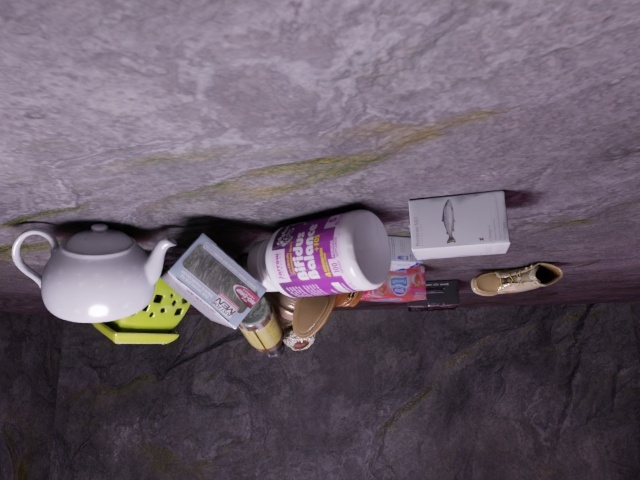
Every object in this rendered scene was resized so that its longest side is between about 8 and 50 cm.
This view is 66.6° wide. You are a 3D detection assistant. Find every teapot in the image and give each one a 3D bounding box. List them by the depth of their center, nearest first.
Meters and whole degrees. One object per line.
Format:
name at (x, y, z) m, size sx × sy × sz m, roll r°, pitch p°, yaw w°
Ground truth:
teapot at (-0.497, 0.053, 1.086) m, size 0.253 × 0.187 × 0.256 m, roll 19°, pitch -157°, yaw 35°

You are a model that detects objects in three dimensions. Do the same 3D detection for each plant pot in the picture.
plant pot at (-0.522, 0.177, 1.408) m, size 0.228 × 0.207 × 0.227 m, roll 13°, pitch 180°, yaw 44°
plant pot at (-0.063, 0.132, 1.491) m, size 0.237 × 0.237 × 0.109 m, roll 6°, pitch 125°, yaw -28°

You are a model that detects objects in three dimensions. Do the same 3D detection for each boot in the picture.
boot at (0.038, 0.167, 1.424) m, size 0.109 × 0.283 × 0.220 m, roll 15°, pitch 168°, yaw 28°
boot at (0.691, 0.137, 1.727) m, size 0.262 × 0.095 × 0.203 m, roll -1°, pitch 168°, yaw -8°

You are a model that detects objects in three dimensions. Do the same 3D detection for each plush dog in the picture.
plush dog at (-0.106, 0.210, 1.663) m, size 0.262 × 0.225 × 0.210 m, roll 32°, pitch -173°, yaw -10°

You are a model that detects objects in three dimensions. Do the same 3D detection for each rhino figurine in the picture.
rhino figurine at (-0.251, 0.074, 1.421) m, size 0.243 × 0.073 × 0.106 m, roll 3°, pitch 163°, yaw -12°

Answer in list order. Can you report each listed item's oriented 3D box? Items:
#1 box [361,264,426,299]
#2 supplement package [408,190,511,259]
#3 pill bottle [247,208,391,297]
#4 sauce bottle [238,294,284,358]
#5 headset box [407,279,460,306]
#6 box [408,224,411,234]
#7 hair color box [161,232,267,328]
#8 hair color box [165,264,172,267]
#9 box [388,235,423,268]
box at (0.221, 0.141, 1.640) m, size 0.257 × 0.122 × 0.128 m, roll 8°, pitch 163°, yaw -33°
supplement package at (0.271, -0.026, 0.961) m, size 0.179 × 0.105 × 0.105 m, roll -6°, pitch 167°, yaw 15°
pill bottle at (-0.013, 0.038, 1.070) m, size 0.302 × 0.169 × 0.169 m, roll -12°, pitch 163°, yaw 36°
sauce bottle at (-0.168, 0.262, 1.420) m, size 0.112 × 0.111 × 0.344 m, roll -2°, pitch 149°, yaw 4°
headset box at (0.491, 0.247, 2.148) m, size 0.218 × 0.110 × 0.293 m, roll -4°, pitch 167°, yaw 10°
box at (0.287, -0.027, 1.130) m, size 0.137 × 0.027 × 0.094 m, roll 6°, pitch 164°, yaw -29°
hair color box at (-0.272, 0.103, 1.177) m, size 0.185 × 0.113 × 0.374 m, roll 43°, pitch 162°, yaw -11°
hair color box at (-0.495, 0.117, 1.627) m, size 0.167 × 0.053 × 0.093 m, roll -9°, pitch 164°, yaw 25°
box at (0.181, 0.036, 1.294) m, size 0.137 × 0.072 × 0.126 m, roll 3°, pitch 166°, yaw -17°
